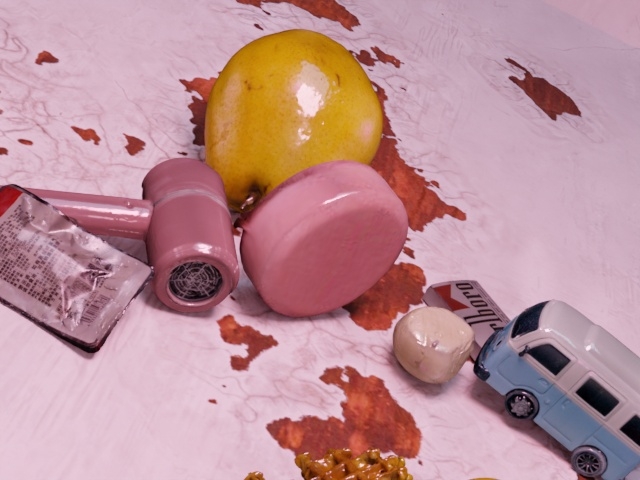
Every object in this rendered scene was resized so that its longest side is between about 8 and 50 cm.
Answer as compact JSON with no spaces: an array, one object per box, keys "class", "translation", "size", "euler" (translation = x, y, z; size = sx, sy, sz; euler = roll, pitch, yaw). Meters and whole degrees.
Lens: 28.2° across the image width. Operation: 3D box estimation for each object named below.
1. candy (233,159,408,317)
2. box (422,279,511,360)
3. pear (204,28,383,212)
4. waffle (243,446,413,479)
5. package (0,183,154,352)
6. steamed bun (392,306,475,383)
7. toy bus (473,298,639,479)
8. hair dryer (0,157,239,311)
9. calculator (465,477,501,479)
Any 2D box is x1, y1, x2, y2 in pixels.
[{"class":"candy","translation":[0.000,0.000,1.800],"size":[0.255,0.255,0.094],"euler":[0,41,-38]},{"class":"box","translation":[0.254,0.135,2.000],"size":[0.115,0.036,0.177],"euler":[-4,43,-40]},{"class":"pear","translation":[-0.042,-0.173,1.999],"size":[0.285,0.285,0.336],"euler":[16,36,-20]},{"class":"waffle","translation":[-0.010,0.304,1.408],"size":[0.231,0.051,0.228],"euler":[-8,20,28]},{"class":"package","translation":[-0.347,0.031,1.633],"size":[0.239,0.030,0.154],"euler":[31,58,4]},{"class":"steamed bun","translation":[0.157,0.153,1.842],"size":[0.112,0.091,0.130],"euler":[33,30,13]},{"class":"toy bus","translation":[0.374,0.206,1.839],"size":[0.271,0.165,0.133],"euler":[39,32,2]},{"class":"hair dryer","translation":[-0.293,-0.017,1.747],"size":[0.352,0.125,0.210],"euler":[5,38,-16]},{"class":"calculator","translation":[0.243,0.353,1.612],"size":[0.146,0.032,0.235],"euler":[39,14,28]}]
